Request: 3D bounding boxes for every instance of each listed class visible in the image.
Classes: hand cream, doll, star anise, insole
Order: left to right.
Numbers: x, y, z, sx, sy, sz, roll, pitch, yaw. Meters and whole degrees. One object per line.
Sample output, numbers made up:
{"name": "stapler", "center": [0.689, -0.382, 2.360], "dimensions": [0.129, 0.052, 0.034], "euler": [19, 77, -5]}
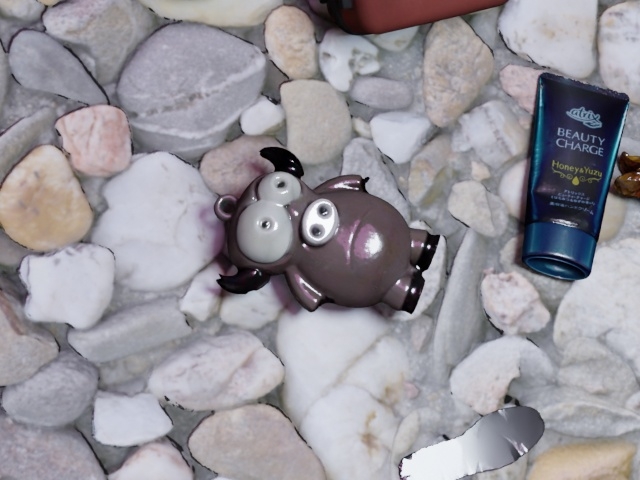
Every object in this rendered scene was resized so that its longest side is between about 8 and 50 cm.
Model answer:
{"name": "doll", "center": [0.001, 0.001, 1.600], "dimensions": [0.257, 0.117, 0.182], "euler": [22, 75, -6]}
{"name": "insole", "center": [0.177, 0.241, 1.616], "dimensions": [0.188, 0.004, 0.064], "euler": [-19, 77, -16]}
{"name": "hand cream", "center": [0.309, -0.083, 1.729], "dimensions": [0.120, 0.061, 0.270], "euler": [15, 62, -1]}
{"name": "star anise", "center": [0.452, -0.054, 1.729], "dimensions": [0.191, 0.070, 0.097], "euler": [28, 38, 19]}

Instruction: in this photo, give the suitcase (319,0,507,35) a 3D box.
{"name": "suitcase", "center": [0.103, -0.404, 1.673], "dimensions": [0.236, 0.161, 0.297], "euler": [-16, 107, -15]}
